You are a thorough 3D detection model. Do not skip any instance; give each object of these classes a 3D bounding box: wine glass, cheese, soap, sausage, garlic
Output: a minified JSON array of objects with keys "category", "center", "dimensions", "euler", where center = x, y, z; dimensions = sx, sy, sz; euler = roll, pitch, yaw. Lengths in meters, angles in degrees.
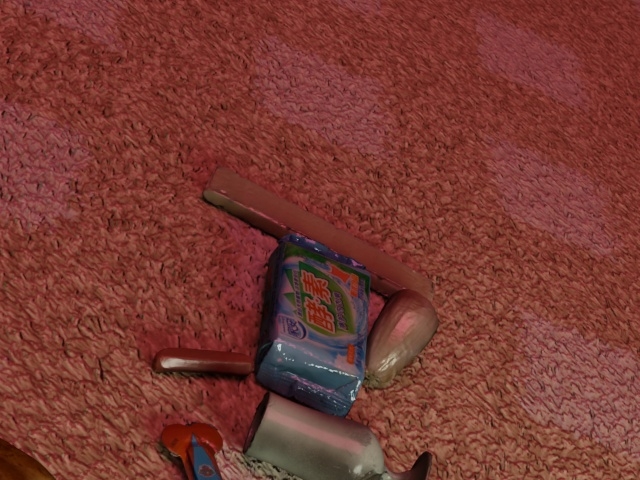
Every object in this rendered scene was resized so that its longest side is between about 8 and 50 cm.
[{"category":"wine glass","center":[0.019,0.277,1.711],"dimensions":[0.231,0.103,0.103],"euler":[22,37,-8]},{"category":"cheese","center":[0.001,-0.002,2.081],"dimensions":[0.400,0.034,0.085],"euler":[29,36,-5]},{"category":"cheese","center":[-0.127,0.321,1.606],"dimensions":[0.106,0.037,0.256],"euler":[6,42,-33]},{"category":"soap","center":[-0.009,0.112,1.902],"dimensions":[0.156,0.077,0.293],"euler":[22,37,-14]},{"category":"sausage","center":[-0.154,0.163,1.773],"dimensions":[0.147,0.030,0.035],"euler":[6,44,-31]},{"category":"garlic","center":[0.118,0.134,1.950],"dimensions":[0.087,0.101,0.195],"euler":[34,36,1]}]

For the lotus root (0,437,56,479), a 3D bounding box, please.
[{"category":"lotus root","center":[-0.366,0.279,1.383],"dimensions":[0.314,0.141,0.169],"euler":[37,18,1]}]
